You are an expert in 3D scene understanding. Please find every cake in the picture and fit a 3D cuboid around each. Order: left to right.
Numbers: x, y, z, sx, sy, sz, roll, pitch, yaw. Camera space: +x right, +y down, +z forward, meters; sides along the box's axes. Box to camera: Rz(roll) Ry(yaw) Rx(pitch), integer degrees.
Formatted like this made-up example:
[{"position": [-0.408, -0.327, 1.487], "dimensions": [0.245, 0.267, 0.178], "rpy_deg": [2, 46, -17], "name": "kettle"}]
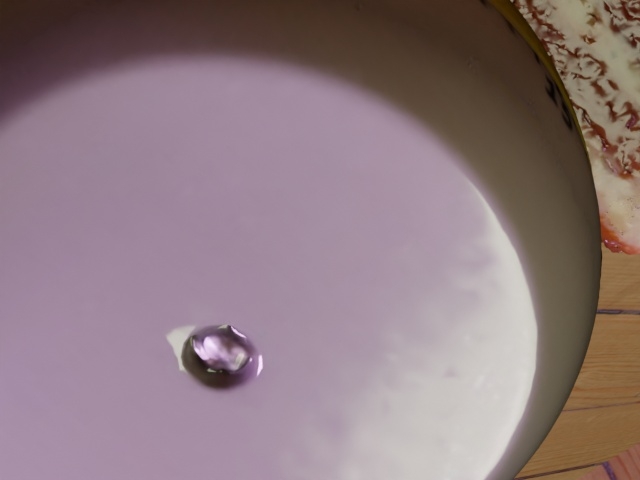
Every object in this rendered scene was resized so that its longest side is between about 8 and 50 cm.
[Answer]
[{"position": [0.142, -0.095, 0.631], "dimensions": [0.158, 0.159, 0.262], "rpy_deg": [-33, 157, 25], "name": "cake"}]

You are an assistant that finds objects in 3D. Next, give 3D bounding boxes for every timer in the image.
[{"position": [-0.030, -0.027, 0.545], "dimensions": [0.285, 0.285, 0.285], "rpy_deg": [-22, 159, -9], "name": "timer"}]
